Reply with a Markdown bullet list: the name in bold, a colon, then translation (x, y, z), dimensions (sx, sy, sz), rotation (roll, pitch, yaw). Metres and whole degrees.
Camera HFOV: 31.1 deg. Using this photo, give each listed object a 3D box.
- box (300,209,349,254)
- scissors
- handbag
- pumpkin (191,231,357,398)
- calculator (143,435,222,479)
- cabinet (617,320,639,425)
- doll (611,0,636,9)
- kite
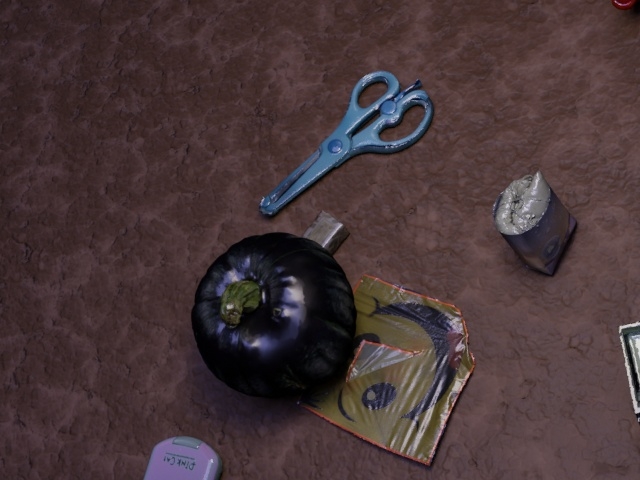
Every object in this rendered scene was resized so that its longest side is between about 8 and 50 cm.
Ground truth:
- **box**: translation (0.000, 0.000, 2.105), dimensions (0.062, 0.045, 0.098), rotation (37, 83, 31)
- **scissors**: translation (0.041, -0.173, 2.176), dimensions (0.393, 0.032, 0.180), rotation (-40, 58, 0)
- **handbag**: translation (0.351, -0.033, 1.902), dimensions (0.095, 0.173, 0.117), rotation (16, 72, 38)
- **pumpkin**: translation (-0.095, 0.114, 1.957), dimensions (0.295, 0.296, 0.296), rotation (-9, 63, 18)
- **calculator**: translation (-0.256, 0.462, 1.995), dimensions (0.141, 0.045, 0.246), rotation (8, 71, 26)
- **cabinet**: translation (0.535, 0.212, 1.691), dimensions (0.145, 0.206, 0.150), rotation (-13, 62, 16)
- **doll**: translation (0.596, -0.566, 2.058), dimensions (0.182, 0.160, 0.363), rotation (17, 74, 21)
- **kite**: translation (0.106, 0.224, 1.975), dimensions (0.327, 0.013, 0.378), rotation (-22, 59, 12)
